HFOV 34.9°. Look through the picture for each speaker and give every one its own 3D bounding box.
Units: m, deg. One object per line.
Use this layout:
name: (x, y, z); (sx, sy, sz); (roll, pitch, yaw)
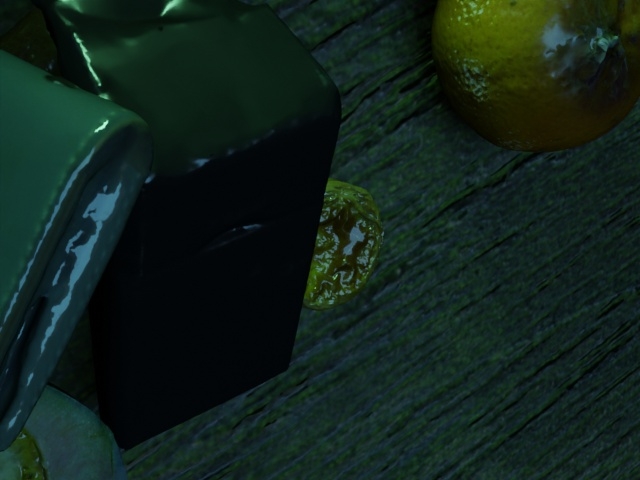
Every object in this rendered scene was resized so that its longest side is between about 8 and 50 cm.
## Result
speaker: (-0.116, -0.030, 0.787); (0.180, 0.184, 0.388); (-23, 146, -29)

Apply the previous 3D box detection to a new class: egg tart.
egg tart: (0.000, 0.000, 0.953); (0.130, 0.052, 0.130); (-8, 108, -26)

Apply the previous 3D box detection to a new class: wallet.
wallet: (-0.300, -0.030, 0.635); (0.252, 0.360, 0.083); (-65, 159, 1)

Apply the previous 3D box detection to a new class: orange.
orange: (0.215, -0.189, 0.952); (0.224, 0.170, 0.224); (-9, 109, -26)

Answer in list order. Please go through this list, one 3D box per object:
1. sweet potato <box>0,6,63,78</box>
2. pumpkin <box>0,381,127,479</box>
sweet potato: (-0.196, -0.146, 0.782); (0.341, 0.092, 0.114); (-36, 101, -17)
pumpkin: (-0.300, 0.221, 0.769); (0.263, 0.197, 0.293); (20, 86, -44)
